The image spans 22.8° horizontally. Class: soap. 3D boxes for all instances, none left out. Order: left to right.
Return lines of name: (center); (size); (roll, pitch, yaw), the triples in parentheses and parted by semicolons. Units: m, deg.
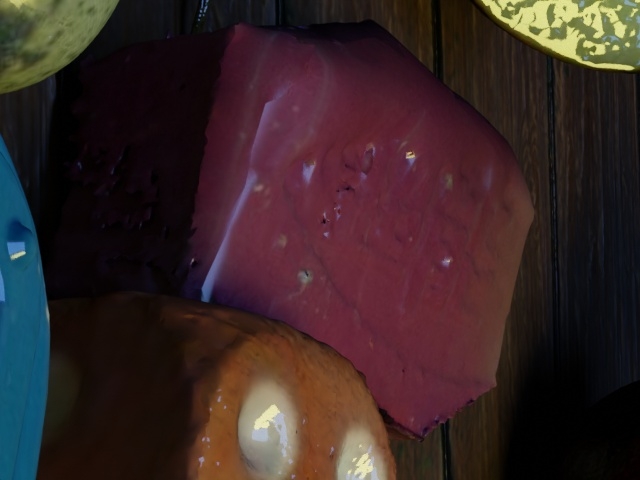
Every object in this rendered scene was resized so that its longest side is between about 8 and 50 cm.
soap: (0.000, 0.000, 0.871); (0.325, 0.127, 0.220); (37, 62, -53)

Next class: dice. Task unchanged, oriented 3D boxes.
dice: (-0.076, 0.127, 0.697); (0.174, 0.175, 0.179); (33, 61, -51)

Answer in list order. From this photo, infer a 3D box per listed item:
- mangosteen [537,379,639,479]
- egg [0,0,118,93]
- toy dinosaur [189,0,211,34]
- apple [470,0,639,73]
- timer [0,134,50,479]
mangosteen: (0.305, 0.215, 1.182); (0.330, 0.330, 0.330); (9, 80, -57)
egg: (-0.144, -0.145, 0.656); (0.141, 0.141, 0.182); (43, 44, -48)
toy dinosaur: (-0.061, -0.195, 0.883); (0.058, 0.037, 0.180); (-23, 108, -61)
apple: (0.145, -0.285, 1.089); (0.254, 0.179, 0.346); (-36, 119, -39)
timer: (-0.178, 0.035, 0.359); (0.340, 0.115, 0.309); (56, 30, -52)
